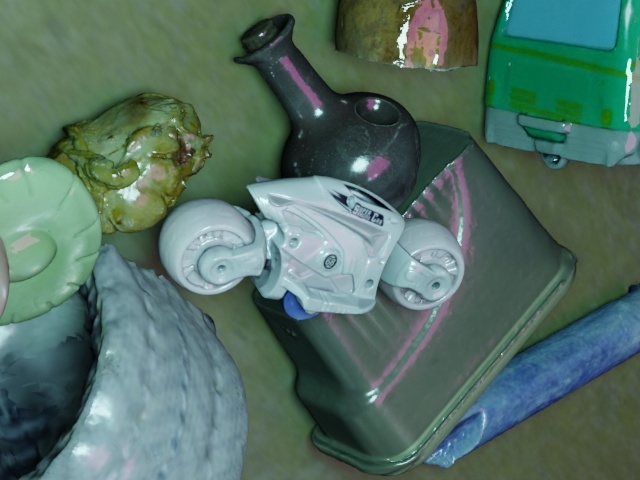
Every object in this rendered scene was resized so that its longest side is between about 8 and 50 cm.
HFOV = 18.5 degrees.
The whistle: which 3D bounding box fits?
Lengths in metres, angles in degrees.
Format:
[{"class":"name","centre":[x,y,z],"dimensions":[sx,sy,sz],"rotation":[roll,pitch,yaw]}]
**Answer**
[{"class":"whistle","centre":[0.210,0.126,1.865],"dimensions":[0.304,0.062,0.062],"rotation":[-26,121,-32]}]

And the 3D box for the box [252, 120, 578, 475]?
[{"class":"box","centre":[0.070,0.045,1.673],"dimensions":[0.274,0.138,0.178],"rotation":[-48,122,-18]}]

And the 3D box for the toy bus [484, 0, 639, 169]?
[{"class":"toy bus","centre":[0.318,-0.168,1.774],"dimensions":[0.344,0.184,0.199],"rotation":[-5,103,-42]}]

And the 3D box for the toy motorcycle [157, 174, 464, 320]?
[{"class":"toy motorcycle","centre":[0.000,0.000,1.504],"dimensions":[0.254,0.112,0.112],"rotation":[4,103,-26]}]

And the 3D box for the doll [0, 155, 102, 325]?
[{"class":"doll","centre":[-0.299,-0.011,1.286],"dimensions":[0.284,0.216,0.268],"rotation":[-22,143,1]}]

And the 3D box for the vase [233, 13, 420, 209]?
[{"class":"vase","centre":[-0.001,-0.098,1.572],"dimensions":[0.120,0.120,0.183],"rotation":[-46,114,-19]}]

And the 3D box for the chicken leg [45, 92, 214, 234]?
[{"class":"chicken leg","centre":[-0.176,-0.043,1.434],"dimensions":[0.228,0.103,0.088],"rotation":[-23,139,-30]}]

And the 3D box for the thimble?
[{"class":"thimble","centre":[-0.173,0.133,1.420],"dimensions":[0.157,0.217,0.245],"rotation":[43,55,-43]}]

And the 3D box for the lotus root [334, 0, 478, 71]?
[{"class":"lotus root","centre":[0.066,-0.179,1.584],"dimensions":[0.112,0.122,0.081],"rotation":[-8,109,-30]}]
